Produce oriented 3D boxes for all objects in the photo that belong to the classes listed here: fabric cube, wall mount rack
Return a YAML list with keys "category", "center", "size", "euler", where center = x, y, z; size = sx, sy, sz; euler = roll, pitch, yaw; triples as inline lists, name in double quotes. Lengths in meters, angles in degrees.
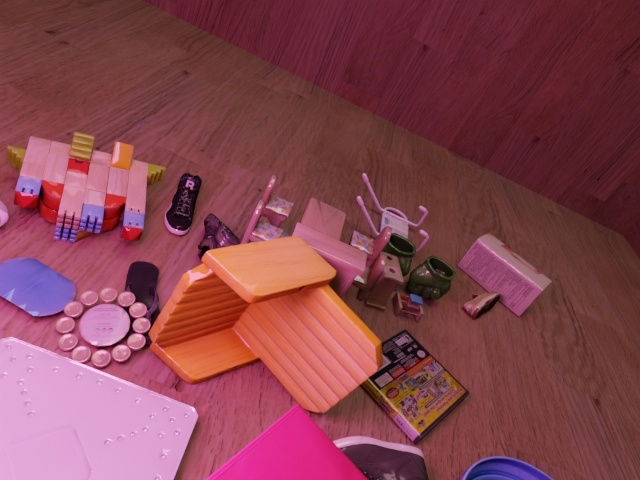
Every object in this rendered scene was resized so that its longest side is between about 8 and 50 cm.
- category: "fabric cube"
  center: [-0.069, 0.470, 0.789]
  size: [0.258, 0.259, 0.254]
  euler: [42, 34, 16]
- category: "wall mount rack"
  center: [0.260, -0.099, 1.954]
  size: [0.304, 0.130, 0.350]
  euler: [25, 31, -5]

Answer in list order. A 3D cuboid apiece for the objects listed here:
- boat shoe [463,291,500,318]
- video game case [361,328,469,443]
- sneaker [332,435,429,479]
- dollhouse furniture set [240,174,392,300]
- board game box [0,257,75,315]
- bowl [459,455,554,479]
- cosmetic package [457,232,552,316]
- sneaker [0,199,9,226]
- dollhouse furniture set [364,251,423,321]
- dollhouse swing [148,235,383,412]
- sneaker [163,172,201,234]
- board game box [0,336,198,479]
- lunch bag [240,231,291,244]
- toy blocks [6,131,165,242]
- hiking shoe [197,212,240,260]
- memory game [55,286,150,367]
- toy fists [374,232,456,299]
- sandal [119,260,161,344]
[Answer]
- category: "boat shoe"
  center: [0.568, 0.211, 1.820]
  size: [0.072, 0.068, 0.190]
  euler: [35, 31, 32]
- category: "video game case"
  center: [0.236, 0.372, 1.365]
  size: [0.248, 0.035, 0.275]
  euler: [44, 35, 24]
- category: "sneaker"
  center: [0.113, 0.490, 1.036]
  size: [0.296, 0.104, 0.146]
  euler: [16, 29, -26]
- category: "dollhouse furniture set"
  center: [0.000, 0.000, 1.299]
  size: [0.363, 0.256, 0.394]
  euler: [25, 39, -6]
- category: "board game box"
  center: [-0.614, 0.105, 1.097]
  size: [0.169, 0.033, 0.133]
  euler: [33, 28, -4]
- category: "bowl"
  center: [0.445, 0.656, 1.086]
  size: [0.392, 0.077, 0.391]
  euler: [19, 33, -13]
- category: "cosmetic package"
  center: [0.695, 0.124, 1.954]
  size: [0.296, 0.153, 0.129]
  euler: [44, 36, 21]
- category: "sneaker"
  center: [-0.814, -0.135, 1.211]
  size: [0.281, 0.105, 0.115]
  euler: [37, 33, 15]
- category: "dollhouse furniture set"
  center: [0.244, 0.142, 1.604]
  size: [0.184, 0.129, 0.128]
  euler: [18, 33, -14]
- category: "dollhouse swing"
  center: [-0.112, 0.221, 1.039]
  size: [0.315, 0.346, 0.304]
  euler: [-11, 60, -45]
- category: "sneaker"
  center: [-0.396, -0.122, 1.495]
  size: [0.079, 0.121, 0.216]
  euler: [16, 34, -18]
- category: "board game box"
  center: [-0.444, 0.372, 0.833]
  size: [0.390, 0.050, 0.389]
  euler: [24, 32, -7]
- category: "lunch bag"
  center: [-0.101, 0.097, 1.424]
  size: [0.279, 0.107, 0.224]
  euler: [37, 33, 14]
- category: "toy blocks"
  center: [-0.599, -0.109, 1.302]
  size: [0.382, 0.190, 0.260]
  euler: [11, 47, -26]
- category: "hiking shoe"
  center: [-0.303, -0.002, 1.423]
  size: [0.086, 0.114, 0.227]
  euler: [46, -5, -25]
- category: "memory game"
  center: [-0.454, 0.179, 1.081]
  size: [0.186, 0.012, 0.186]
  euler: [9, 52, -12]
- category: "toy fists"
  center: [0.298, 0.098, 1.702]
  size: [0.279, 0.142, 0.096]
  euler: [30, 46, 3]
- category: "sandal"
  center: [-0.415, 0.131, 1.188]
  size: [0.097, 0.054, 0.254]
  euler: [9, 37, -28]
